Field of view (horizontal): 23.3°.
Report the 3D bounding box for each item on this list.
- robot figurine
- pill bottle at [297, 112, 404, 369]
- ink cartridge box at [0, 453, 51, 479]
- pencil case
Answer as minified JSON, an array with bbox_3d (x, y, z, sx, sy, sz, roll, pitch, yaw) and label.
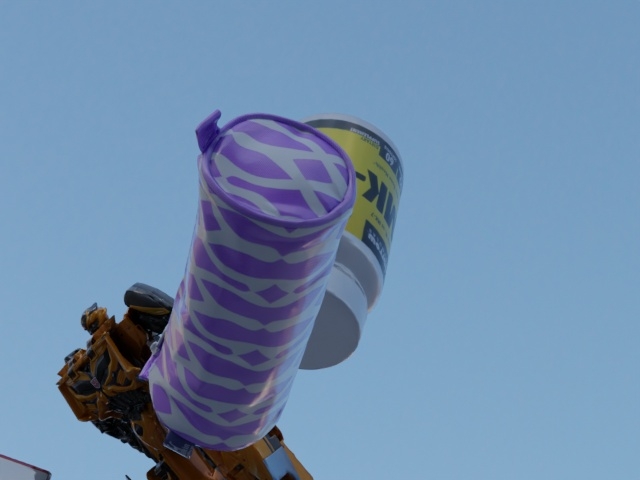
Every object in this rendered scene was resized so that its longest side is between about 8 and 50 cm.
[{"bbox_3d":[-0.134,0.179,1.463,0.291,0.085,0.211,48,-48,3],"label":"robot figurine"},{"bbox_3d":[0.000,0.000,1.289,0.119,0.208,0.119,6,-47,7],"label":"pill bottle"},{"bbox_3d":[-0.344,0.281,1.504,0.127,0.072,0.175,19,-49,-2],"label":"ink cartridge box"},{"bbox_3d":[-0.042,0.026,0.842,0.088,0.086,0.206,32,-46,13],"label":"pencil case"}]
